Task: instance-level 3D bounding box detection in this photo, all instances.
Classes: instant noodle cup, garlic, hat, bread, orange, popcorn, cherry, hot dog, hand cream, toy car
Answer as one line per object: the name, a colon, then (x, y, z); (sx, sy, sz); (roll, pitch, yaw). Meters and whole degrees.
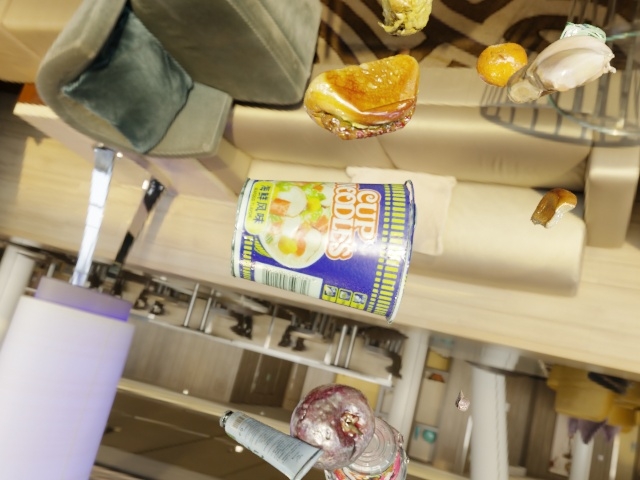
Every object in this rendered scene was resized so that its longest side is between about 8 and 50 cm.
instant noodle cup: (0.000, 0.000, 1.079); (0.312, 0.284, 0.284); (9, 168, 0)
garlic: (0.508, -0.368, 1.204); (0.228, 0.110, 0.217); (-20, -174, -23)
hat: (0.513, 0.577, 2.029); (0.042, 0.058, 0.087); (18, -161, 4)
bread: (0.633, -0.092, 1.550); (0.044, 0.126, 0.129); (36, -170, -15)
orange: (0.493, -0.477, 1.543); (0.135, 0.118, 0.135); (-2, -168, 1)
popcorn: (0.264, -0.792, 1.816); (0.190, 0.250, 0.250); (-4, 166, 6)
cherry: (0.020, 0.405, 1.224); (0.195, 0.195, 0.195); (14, 168, 3)
instant noodle cup: (0.138, 0.646, 1.719); (0.258, 0.302, 0.182); (26, 144, 24)
hot dog: (0.159, -0.437, 1.796); (0.405, 0.223, 0.185); (-20, 167, -23)
hand cream: (-0.113, 0.410, 1.157); (0.256, 0.055, 0.088); (10, -149, 40)
toy car: (0.670, -0.500, 1.446); (0.076, 0.090, 0.224); (36, -144, 28)
